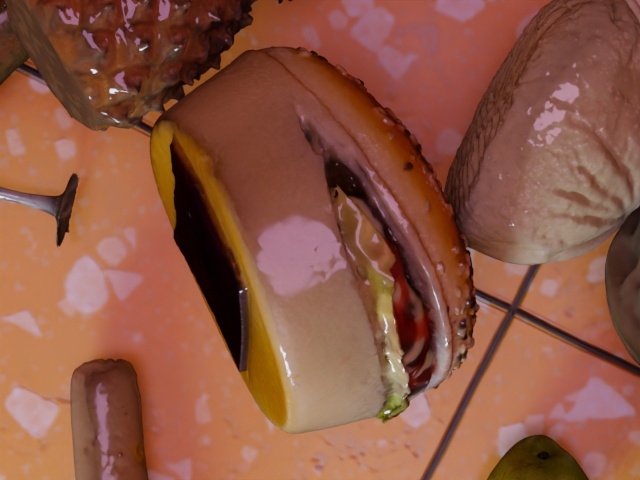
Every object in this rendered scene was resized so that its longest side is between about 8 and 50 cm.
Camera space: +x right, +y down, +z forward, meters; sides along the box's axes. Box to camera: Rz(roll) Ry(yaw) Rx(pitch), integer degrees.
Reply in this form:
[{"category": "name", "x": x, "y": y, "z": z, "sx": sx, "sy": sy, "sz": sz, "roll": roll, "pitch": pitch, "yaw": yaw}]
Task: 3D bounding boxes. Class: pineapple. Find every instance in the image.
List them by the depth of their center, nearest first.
[{"category": "pineapple", "x": -0.066, "y": -0.225, "z": 1.479, "sx": 0.340, "sy": 0.169, "sz": 0.169, "roll": -35, "pitch": 91, "yaw": -10}]

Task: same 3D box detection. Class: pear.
[{"category": "pear", "x": 0.166, "y": 0.201, "z": 1.544, "sx": 0.092, "sy": 0.092, "sz": 0.097, "roll": -7, "pitch": 94, "yaw": 4}]

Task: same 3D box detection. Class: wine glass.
[{"category": "wine glass", "x": -0.295, "y": -0.045, "z": 1.570, "sx": 0.198, "sy": 0.066, "sz": 0.066, "roll": 12, "pitch": 94, "yaw": 2}]

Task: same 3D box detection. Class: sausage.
[{"category": "sausage", "x": -0.155, "y": 0.243, "z": 1.578, "sx": 0.066, "sy": 0.066, "sz": 0.301, "roll": -9, "pitch": 92, "yaw": 4}]

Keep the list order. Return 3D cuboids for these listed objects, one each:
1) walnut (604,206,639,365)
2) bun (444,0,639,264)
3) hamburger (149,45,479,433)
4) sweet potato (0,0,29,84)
[{"category": "walnut", "x": 0.330, "y": 0.041, "z": 1.436, "sx": 0.248, "sy": 0.248, "sz": 0.248, "roll": 0, "pitch": 94, "yaw": 4}, {"category": "bun", "x": 0.184, "y": -0.080, "z": 1.461, "sx": 0.134, "sy": 0.220, "sz": 0.220, "roll": 28, "pitch": 95, "yaw": -4}, {"category": "hamburger", "x": 0.000, "y": 0.000, "z": 1.441, "sx": 0.176, "sy": 0.300, "sz": 0.300, "roll": -25, "pitch": 92, "yaw": -11}, {"category": "sweet potato", "x": -0.225, "y": -0.191, "z": 1.552, "sx": 0.273, "sy": 0.075, "sz": 0.075, "roll": -42, "pitch": 90, "yaw": 3}]
